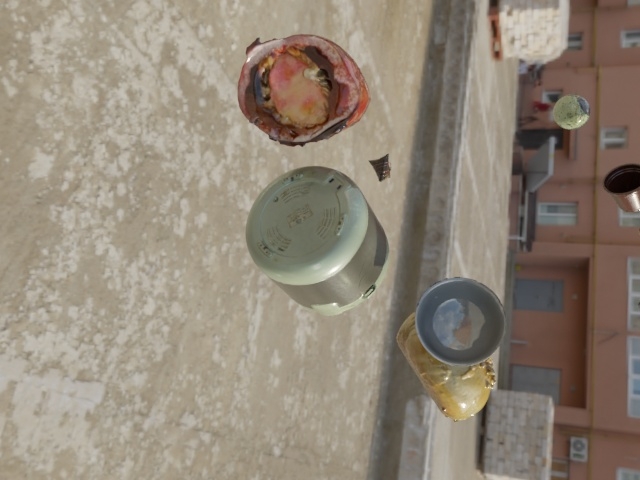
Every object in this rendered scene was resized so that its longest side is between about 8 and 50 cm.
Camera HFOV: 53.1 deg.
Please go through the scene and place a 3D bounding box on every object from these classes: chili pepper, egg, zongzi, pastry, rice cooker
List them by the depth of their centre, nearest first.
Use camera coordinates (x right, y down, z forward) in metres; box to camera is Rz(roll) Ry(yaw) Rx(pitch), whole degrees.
[{"bbox_3d":[-0.022,-0.301,1.367,0.305,0.251,0.229,-15,87,-79],"label":"chili pepper"},{"bbox_3d":[-0.001,0.001,1.400,0.277,0.288,0.289,49,47,-60],"label":"rice cooker"},{"bbox_3d":[0.621,-0.316,1.578,0.110,0.085,0.085,-74,161,-72],"label":"egg"},{"bbox_3d":[0.325,0.296,1.606,0.285,0.184,0.316,59,-1,-4],"label":"pastry"},{"bbox_3d":[0.189,-0.228,1.925,0.067,0.073,0.083,-25,78,-50],"label":"zongzi"}]

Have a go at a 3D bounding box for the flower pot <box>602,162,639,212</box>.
[{"bbox_3d":[0.767,-0.123,1.589,0.089,0.111,0.111,53,41,-34],"label":"flower pot"}]

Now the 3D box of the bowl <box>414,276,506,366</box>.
[{"bbox_3d":[0.294,0.178,1.366,0.086,0.188,0.189,70,28,-70],"label":"bowl"}]

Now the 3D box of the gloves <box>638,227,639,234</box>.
[{"bbox_3d":[0.832,-0.020,1.408,0.197,0.300,0.152,155,-68,-68],"label":"gloves"}]

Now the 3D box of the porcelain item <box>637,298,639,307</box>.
[{"bbox_3d":[1.058,0.214,1.871,0.138,0.186,0.288,-47,132,-1],"label":"porcelain item"}]
